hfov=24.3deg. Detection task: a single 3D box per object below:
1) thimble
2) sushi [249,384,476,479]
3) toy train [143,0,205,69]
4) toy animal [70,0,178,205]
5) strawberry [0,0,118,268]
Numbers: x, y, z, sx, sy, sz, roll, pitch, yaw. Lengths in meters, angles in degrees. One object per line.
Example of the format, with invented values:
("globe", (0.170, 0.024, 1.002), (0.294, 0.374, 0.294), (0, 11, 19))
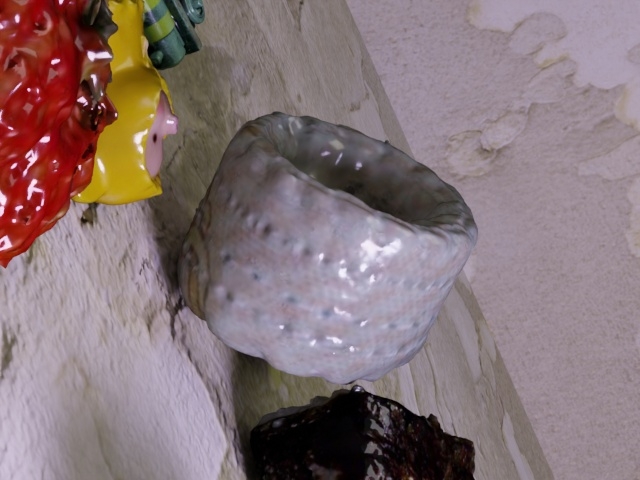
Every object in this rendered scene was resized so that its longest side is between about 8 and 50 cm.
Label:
("thimble", (0.000, 0.000, 1.518), (0.291, 0.195, 0.291), (23, 20, -9))
("sushi", (0.050, 0.276, 1.564), (0.343, 0.196, 0.182), (40, 49, -55))
("toy train", (-0.200, -0.278, 1.657), (0.200, 0.083, 0.132), (60, 26, -33))
("toy animal", (-0.204, -0.141, 1.288), (0.156, 0.156, 0.229), (-26, 104, -77))
("strawberry", (-0.267, -0.112, 0.749), (0.351, 0.267, 0.312), (-7, 80, -52))
